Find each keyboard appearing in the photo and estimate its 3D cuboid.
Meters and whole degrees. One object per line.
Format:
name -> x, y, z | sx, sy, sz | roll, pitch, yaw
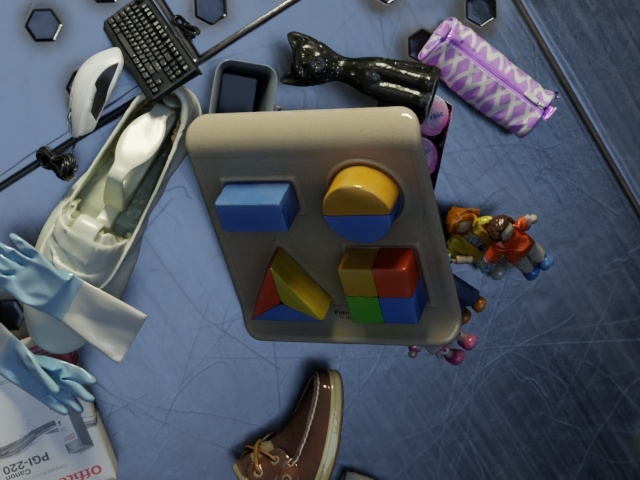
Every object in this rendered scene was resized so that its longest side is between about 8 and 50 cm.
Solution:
keyboard -> -0.216, -0.266, 1.783 | 0.108, 0.180, 0.023 | -32, 144, -3

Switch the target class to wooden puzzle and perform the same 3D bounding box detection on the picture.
wooden puzzle -> 0.000, 0.000, 1.751 | 0.322, 0.080, 0.348 | 0, 123, 23

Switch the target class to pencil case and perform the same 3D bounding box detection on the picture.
pencil case -> 0.235, -0.228, 1.887 | 0.206, 0.088, 0.086 | 34, 88, -10

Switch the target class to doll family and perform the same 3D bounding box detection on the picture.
doll family -> 0.189, 0.043, 1.888 | 0.263, 0.118, 0.163 | -49, 134, 2

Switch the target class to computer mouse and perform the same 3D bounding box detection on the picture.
computer mouse -> -0.322, -0.175, 1.789 | 0.042, 0.106, 0.193 | 22, 97, -32

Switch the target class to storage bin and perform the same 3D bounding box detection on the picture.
storage bin -> -0.107, -0.176, 1.836 | 0.098, 0.091, 0.135 | 8, 96, -10

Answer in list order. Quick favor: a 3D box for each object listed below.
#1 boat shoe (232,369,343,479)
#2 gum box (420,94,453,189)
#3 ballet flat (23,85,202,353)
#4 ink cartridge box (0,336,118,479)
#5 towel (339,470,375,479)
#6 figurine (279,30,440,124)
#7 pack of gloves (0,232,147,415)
boat shoe -> -0.064, 0.335, 1.888 | 0.123, 0.123, 0.342 | 18, 99, -12
gum box -> 0.128, -0.114, 1.872 | 0.062, 0.107, 0.188 | 12, 94, -10
ballet flat -> -0.281, -0.044, 1.763 | 0.139, 0.139, 0.400 | 30, 78, -11
ink cartridge box -> -0.386, 0.248, 1.838 | 0.158, 0.092, 0.218 | -20, 100, -7
towel -> 0.075, 0.492, 1.963 | 0.187, 0.049, 0.282 | 19, 92, -12
figurine -> 0.030, -0.153, 1.775 | 0.209, 0.092, 0.215 | 17, 95, 6
pack of gloves -> -0.368, 0.116, 1.720 | 0.232, 0.046, 0.195 | 33, 114, -1
